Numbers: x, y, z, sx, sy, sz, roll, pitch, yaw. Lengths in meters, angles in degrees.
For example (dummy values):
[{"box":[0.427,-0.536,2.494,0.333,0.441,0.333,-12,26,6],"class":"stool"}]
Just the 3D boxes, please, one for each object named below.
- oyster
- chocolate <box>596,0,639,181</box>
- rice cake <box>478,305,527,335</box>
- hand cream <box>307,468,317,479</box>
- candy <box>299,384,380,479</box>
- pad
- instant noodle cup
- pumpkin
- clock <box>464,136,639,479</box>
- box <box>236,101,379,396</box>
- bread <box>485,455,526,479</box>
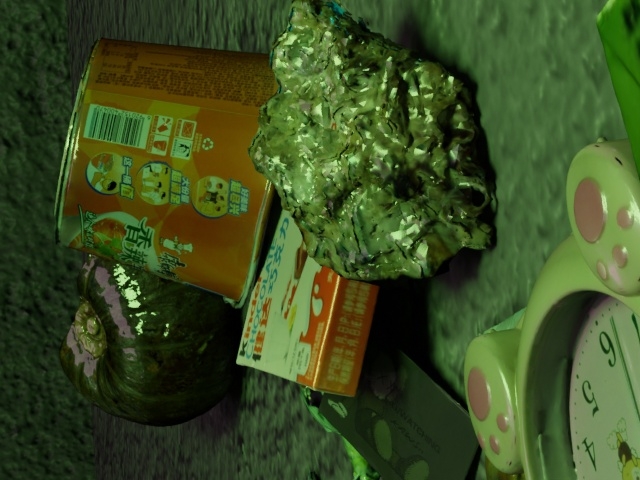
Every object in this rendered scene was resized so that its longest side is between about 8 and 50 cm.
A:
[{"box":[0.038,-0.087,1.127,0.198,0.092,0.260,-21,72,28],"class":"oyster"},{"box":[0.252,-0.036,0.517,0.301,0.137,0.289,123,137,-64],"class":"chocolate"},{"box":[0.148,0.069,1.040,0.121,0.021,0.022,133,139,-67],"class":"rice cake"},{"box":[0.012,0.335,1.488,0.079,0.050,0.275,-66,14,6],"class":"hand cream"},{"box":[0.046,0.243,1.352,0.091,0.083,0.305,-173,70,-76],"class":"candy"},{"box":[0.067,0.160,1.225,0.190,0.004,0.127,42,128,39],"class":"pad"},{"box":[-0.158,-0.090,1.470,0.296,0.214,0.296,-168,90,-84],"class":"instant noodle cup"},{"box":[-0.207,0.134,1.906,0.232,0.242,0.325,43,141,18],"class":"pumpkin"},{"box":[0.202,0.125,0.758,0.284,0.114,0.309,111,146,-52],"class":"clock"},{"box":[0.000,0.000,1.297,0.265,0.048,0.273,177,106,-72],"class":"box"},{"box":[0.166,0.209,0.948,0.128,0.088,0.232,121,145,-49],"class":"bread"}]
